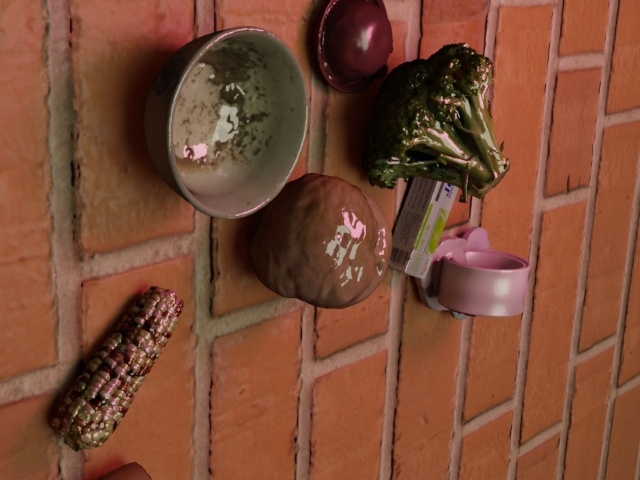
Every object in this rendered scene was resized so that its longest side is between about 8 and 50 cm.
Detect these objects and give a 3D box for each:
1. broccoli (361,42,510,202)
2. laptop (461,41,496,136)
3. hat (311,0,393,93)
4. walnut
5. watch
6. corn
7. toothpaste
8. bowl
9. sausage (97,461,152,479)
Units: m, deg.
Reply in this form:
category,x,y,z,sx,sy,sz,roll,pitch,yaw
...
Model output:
category,x,y,z,sx,sy,sz,roll,pitch,yaw
broccoli,0.219,-0.201,1.857,0.304,0.283,0.321,-42,171,-3
laptop,0.288,-0.255,2.124,0.187,0.015,0.269,-47,134,-24
hat,0.071,-0.354,1.790,0.205,0.089,0.205,-20,117,-44
walnut,0.002,0.001,1.727,0.248,0.248,0.248,-19,117,-44
watch,0.343,0.093,2.150,0.248,0.217,0.210,-6,107,-47
corn,-0.309,0.195,1.558,0.280,0.092,0.092,-59,138,-21
toothpaste,0.225,-0.092,2.061,0.081,0.067,0.336,20,91,-51
bowl,-0.165,-0.187,1.538,0.289,0.146,0.289,-22,120,-44
sausage,-0.349,0.444,1.566,0.253,0.123,0.123,-33,126,-38
